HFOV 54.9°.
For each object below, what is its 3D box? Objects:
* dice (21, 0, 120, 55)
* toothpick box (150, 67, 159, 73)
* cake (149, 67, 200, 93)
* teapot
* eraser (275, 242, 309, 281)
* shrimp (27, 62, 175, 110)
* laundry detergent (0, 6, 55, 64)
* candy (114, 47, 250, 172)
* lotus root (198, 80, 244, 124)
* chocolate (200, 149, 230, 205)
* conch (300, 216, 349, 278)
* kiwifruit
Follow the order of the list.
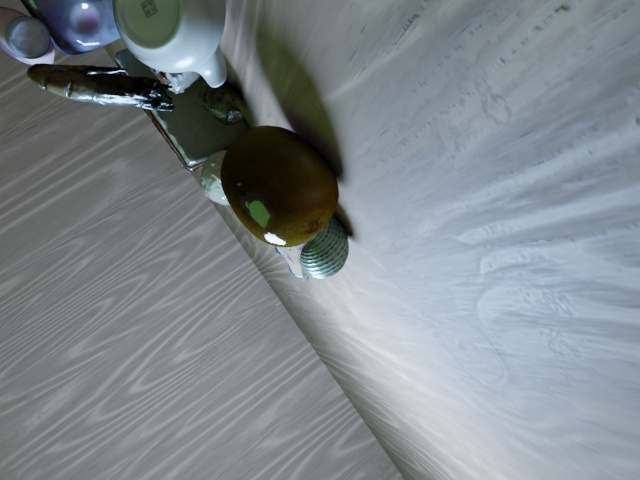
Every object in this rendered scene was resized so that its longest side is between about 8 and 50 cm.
[{"bbox_3d":[-0.531,-0.587,1.349,0.270,0.270,0.271,40,162,49],"label":"dice"},{"bbox_3d":[-0.274,-0.395,1.162,0.098,0.148,0.098,51,168,16],"label":"toothpick box"},{"bbox_3d":[-0.313,-0.415,1.330,0.147,0.134,0.135,45,167,-5],"label":"cake"},{"bbox_3d":[-0.252,-0.401,1.039,0.139,0.204,0.298,-34,-69,-60],"label":"teapot"},{"bbox_3d":[-0.072,-0.017,1.561,0.171,0.087,0.291,56,170,20],"label":"eraser"},{"bbox_3d":[-0.461,-0.331,1.307,0.178,0.289,0.075,-125,39,-51],"label":"shrimp"},{"bbox_3d":[-0.640,-0.435,1.325,0.159,0.088,0.335,41,174,-34],"label":"laundry detergent"},{"bbox_3d":[-0.328,-0.334,1.480,0.321,0.179,0.135,55,166,-5],"label":"candy"},{"bbox_3d":[-0.218,-0.309,1.350,0.089,0.080,0.179,36,-172,-41],"label":"lotus root"},{"bbox_3d":[-0.203,-0.150,1.461,0.134,0.134,0.309,56,-174,-5],"label":"chocolate"},{"bbox_3d":[0.006,0.002,1.278,0.135,0.102,0.153,-123,38,-57],"label":"conch"},{"bbox_3d":[-0.080,-0.103,1.117,0.234,0.195,0.196,53,169,29],"label":"kiwifruit"}]
